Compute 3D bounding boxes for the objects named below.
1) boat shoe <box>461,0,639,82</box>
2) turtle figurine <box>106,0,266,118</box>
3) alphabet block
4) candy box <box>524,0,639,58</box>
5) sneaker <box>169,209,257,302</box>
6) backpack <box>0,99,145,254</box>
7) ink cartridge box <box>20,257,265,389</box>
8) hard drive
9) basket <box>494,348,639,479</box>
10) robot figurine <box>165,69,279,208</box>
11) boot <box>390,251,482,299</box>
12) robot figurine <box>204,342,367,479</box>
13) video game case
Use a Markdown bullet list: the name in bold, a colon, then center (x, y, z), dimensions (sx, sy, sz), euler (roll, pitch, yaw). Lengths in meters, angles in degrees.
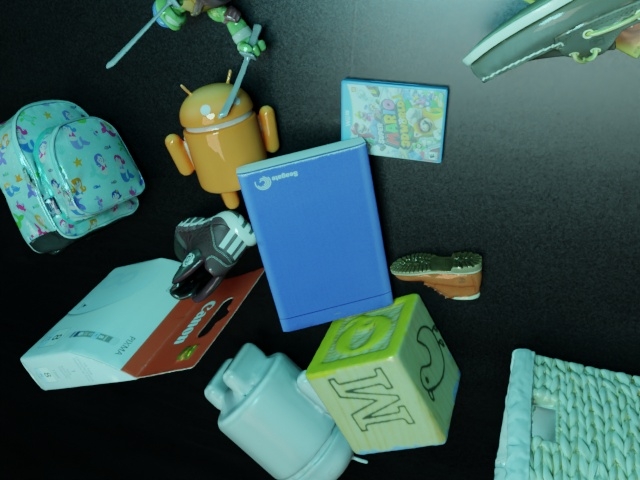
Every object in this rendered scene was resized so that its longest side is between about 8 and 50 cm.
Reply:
- **boat shoe**: center (0.323, -0.265, 0.706), dimensions (0.324, 0.117, 0.097), euler (-27, 104, 28)
- **turtle figurine**: center (-0.122, -0.330, 0.864), dimensions (0.266, 0.275, 0.197), euler (-29, 132, 27)
- **alphabet block**: center (0.120, 0.244, 1.119), dimensions (0.193, 0.192, 0.197), euler (-20, 111, 29)
- **candy box**: center (0.344, -0.322, 0.762), dimensions (0.186, 0.053, 0.109), euler (30, 127, 6)
- **sneaker**: center (-0.235, 0.041, 1.114), dimensions (0.106, 0.163, 0.281), euler (42, 151, -18)
- **backpack**: center (-0.469, -0.130, 1.122), dimensions (0.191, 0.225, 0.254), euler (-26, 97, 30)
- **ink cartridge box**: center (-0.331, 0.136, 1.169), dimensions (0.384, 0.308, 0.091), euler (-14, 114, 29)
- **hard drive**: center (0.000, 0.000, 1.048), dimensions (0.210, 0.040, 0.319), euler (-14, 120, -1)
- **basket**: center (0.422, 0.421, 1.012), dimensions (0.266, 0.328, 0.332), euler (9, 122, 16)
- **robot figurine**: center (-0.161, -0.165, 1.025), dimensions (0.157, 0.128, 0.220), euler (-1, 119, 23)
- **boot**: center (0.200, 0.068, 1.059), dimensions (0.157, 0.059, 0.085), euler (1, 125, 21)
- **robot figurine**: center (-0.068, 0.376, 1.270), dimensions (0.353, 0.200, 0.300), euler (44, 127, -6)
- **video game case**: center (0.113, -0.188, 0.965), dimensions (0.166, 0.015, 0.119), euler (10, 123, 18)
